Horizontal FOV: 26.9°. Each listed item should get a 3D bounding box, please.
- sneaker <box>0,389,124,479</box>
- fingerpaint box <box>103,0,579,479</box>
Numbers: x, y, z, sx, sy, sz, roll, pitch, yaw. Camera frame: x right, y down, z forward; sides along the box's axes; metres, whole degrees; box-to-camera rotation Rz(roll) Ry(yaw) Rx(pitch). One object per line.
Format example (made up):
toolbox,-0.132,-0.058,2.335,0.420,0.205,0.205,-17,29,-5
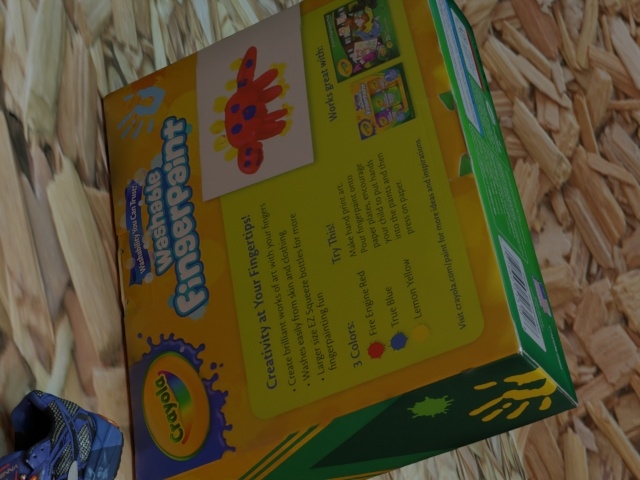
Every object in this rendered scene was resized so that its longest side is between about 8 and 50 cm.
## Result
sneaker,-0.205,0.195,0.958,0.087,0.083,0.221,43,22,-27
fingerpaint box,0.000,0.000,1.276,0.163,0.371,0.444,42,31,-52
